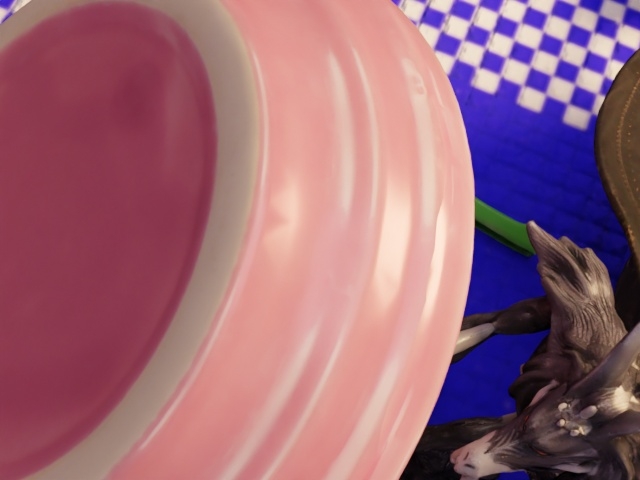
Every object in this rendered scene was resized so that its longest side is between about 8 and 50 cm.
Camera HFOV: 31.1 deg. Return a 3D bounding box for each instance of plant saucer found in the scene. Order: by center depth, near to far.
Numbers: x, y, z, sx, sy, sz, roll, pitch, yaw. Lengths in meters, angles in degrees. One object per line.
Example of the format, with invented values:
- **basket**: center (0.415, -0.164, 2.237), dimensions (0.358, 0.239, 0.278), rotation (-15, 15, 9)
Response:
- **plant saucer**: center (-0.096, 0.011, 0.491), dimensions (0.332, 0.084, 0.332), rotation (-18, 59, 33)

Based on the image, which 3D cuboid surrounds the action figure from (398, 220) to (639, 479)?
- **action figure**: center (0.072, 0.105, 0.476), dimensions (0.141, 0.275, 0.164), rotation (-22, 70, -15)

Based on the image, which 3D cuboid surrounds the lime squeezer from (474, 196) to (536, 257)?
- **lime squeezer**: center (-0.031, -0.045, 0.668), dimensions (0.311, 0.059, 0.109), rotation (-1, 95, -10)

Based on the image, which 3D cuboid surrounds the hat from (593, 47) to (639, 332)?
- **hat**: center (0.228, 0.045, 0.600), dimensions (0.331, 0.134, 0.331), rotation (19, 51, -25)
